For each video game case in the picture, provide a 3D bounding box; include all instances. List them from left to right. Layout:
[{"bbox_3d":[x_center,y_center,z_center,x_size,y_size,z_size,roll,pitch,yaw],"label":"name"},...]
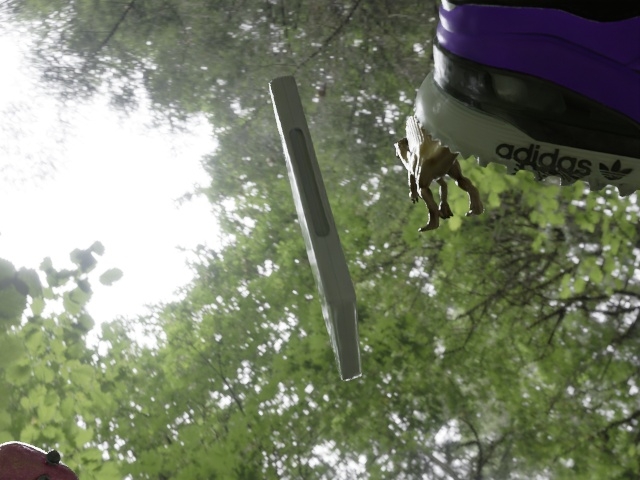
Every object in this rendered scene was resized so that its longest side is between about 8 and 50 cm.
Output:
[{"bbox_3d":[0.000,0.000,0.569,0.022,0.173,0.190,-14,-25,-2],"label":"video game case"}]

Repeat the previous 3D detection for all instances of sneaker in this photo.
[{"bbox_3d":[0.192,-0.090,0.303,0.293,0.102,0.146,8,-55,5],"label":"sneaker"}]

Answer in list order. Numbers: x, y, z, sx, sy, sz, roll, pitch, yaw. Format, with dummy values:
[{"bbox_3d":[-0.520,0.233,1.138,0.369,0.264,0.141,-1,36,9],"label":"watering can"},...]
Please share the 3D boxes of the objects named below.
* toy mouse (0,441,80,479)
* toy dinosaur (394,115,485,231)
[{"bbox_3d":[-0.172,0.168,0.440,0.143,0.161,0.031,-10,-39,-15],"label":"toy mouse"},{"bbox_3d":[0.092,-0.058,0.602,0.053,0.183,0.093,-20,-86,-13],"label":"toy dinosaur"}]
